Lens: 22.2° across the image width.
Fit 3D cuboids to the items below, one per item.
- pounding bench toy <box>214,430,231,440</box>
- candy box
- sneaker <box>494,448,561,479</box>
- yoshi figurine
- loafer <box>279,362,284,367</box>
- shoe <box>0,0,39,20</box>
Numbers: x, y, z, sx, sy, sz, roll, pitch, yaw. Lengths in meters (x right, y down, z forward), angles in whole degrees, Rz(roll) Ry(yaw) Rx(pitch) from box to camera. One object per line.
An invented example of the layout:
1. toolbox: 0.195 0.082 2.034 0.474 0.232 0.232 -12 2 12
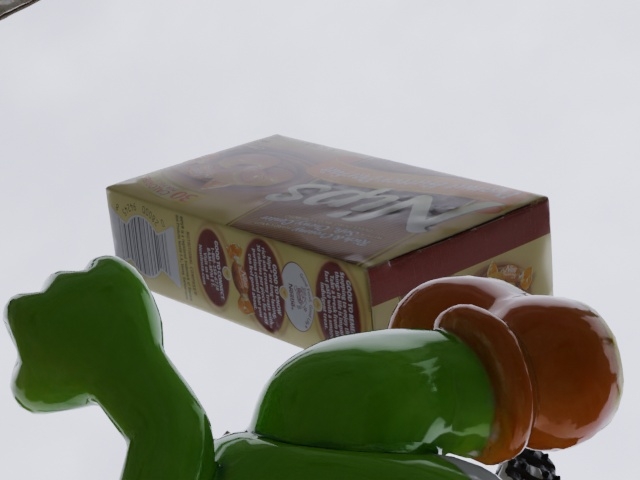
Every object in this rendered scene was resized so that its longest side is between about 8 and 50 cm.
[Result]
1. pounding bench toy: -0.081 0.211 1.510 0.065 0.052 0.083 37 -143 6
2. candy box: 0.000 0.000 1.244 0.183 0.088 0.316 -21 -155 -36
3. sneaker: 0.176 0.293 1.449 0.106 0.078 0.234 -56 -161 31
4. yoshi figurine: -0.067 0.128 0.542 0.362 0.203 0.203 -16 -128 -38
5. loafer: 0.028 0.129 0.743 0.061 0.062 0.170 -44 -103 8
6. shoe: -0.190 -0.183 1.114 0.219 0.058 0.076 -26 -178 -25
